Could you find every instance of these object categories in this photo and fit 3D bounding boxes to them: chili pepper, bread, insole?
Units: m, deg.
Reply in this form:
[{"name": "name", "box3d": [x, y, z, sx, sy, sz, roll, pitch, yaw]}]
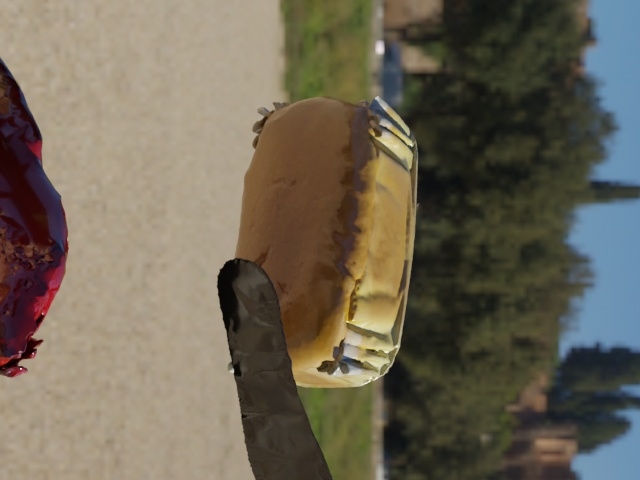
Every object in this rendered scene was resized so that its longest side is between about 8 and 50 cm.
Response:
[{"name": "chili pepper", "box3d": [-0.222, -0.072, 0.884, 0.387, 0.110, 0.110, 58, -18, 33]}, {"name": "bread", "box3d": [0.000, 0.000, 1.344, 0.107, 0.136, 0.241, 28, 66, -52]}, {"name": "insole", "box3d": [-0.032, 0.124, 1.136, 0.003, 0.080, 0.232, -20, 97, -46]}]
